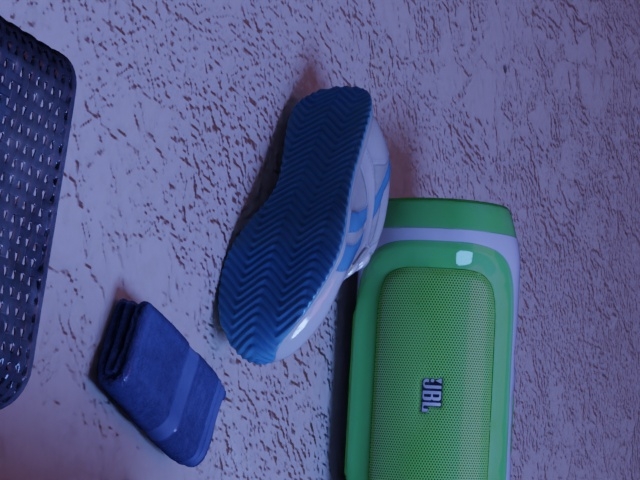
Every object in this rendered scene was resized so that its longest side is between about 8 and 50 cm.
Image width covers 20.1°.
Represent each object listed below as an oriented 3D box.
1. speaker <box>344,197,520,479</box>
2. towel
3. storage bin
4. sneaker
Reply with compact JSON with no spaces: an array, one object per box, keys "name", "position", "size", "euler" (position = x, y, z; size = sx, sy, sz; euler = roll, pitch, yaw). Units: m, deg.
[{"name":"speaker","position":[0.086,0.120,1.388],"size":[0.131,0.131,0.297],"euler":[13,79,-63]},{"name":"towel","position":[-0.101,0.091,1.137],"size":[0.119,0.029,0.067],"euler":[56,43,-50]},{"name":"storage bin","position":[-0.197,-0.017,0.841],"size":[0.084,0.122,0.180],"euler":[29,65,-60]},{"name":"sneaker","position":[0.000,0.000,1.274],"size":[0.229,0.087,0.092],"euler":[-67,148,-34]}]
